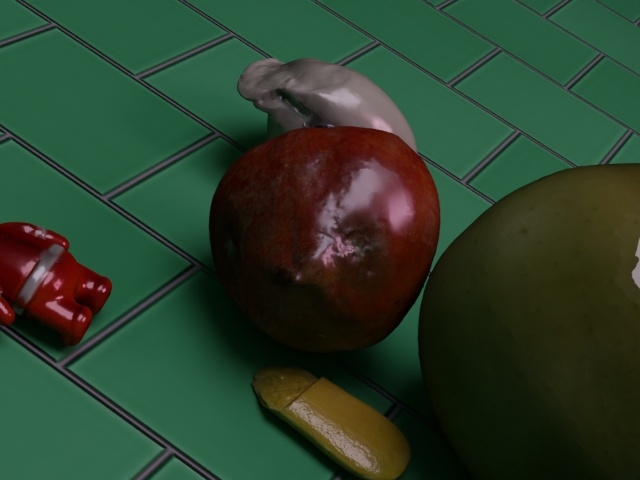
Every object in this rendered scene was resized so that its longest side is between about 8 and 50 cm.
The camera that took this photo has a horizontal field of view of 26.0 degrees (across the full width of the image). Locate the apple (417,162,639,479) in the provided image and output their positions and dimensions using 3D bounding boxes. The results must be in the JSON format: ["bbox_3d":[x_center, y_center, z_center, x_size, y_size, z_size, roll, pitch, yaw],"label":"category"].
[{"bbox_3d":[0.268,0.108,1.275,0.357,0.357,0.357,20,31,-13],"label":"apple"}]

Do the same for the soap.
[{"bbox_3d":[0.007,0.165,1.278,0.168,0.033,0.089,32,28,9],"label":"soap"}]

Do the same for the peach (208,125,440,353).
[{"bbox_3d":[0.000,0.000,1.336,0.232,0.232,0.256,33,14,10],"label":"peach"}]

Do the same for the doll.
[{"bbox_3d":[-0.305,0.005,1.234,0.245,0.076,0.142,29,29,-5],"label":"doll"}]

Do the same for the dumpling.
[{"bbox_3d":[0.015,-0.111,1.615,0.175,0.243,0.227,-20,20,-2],"label":"dumpling"}]
